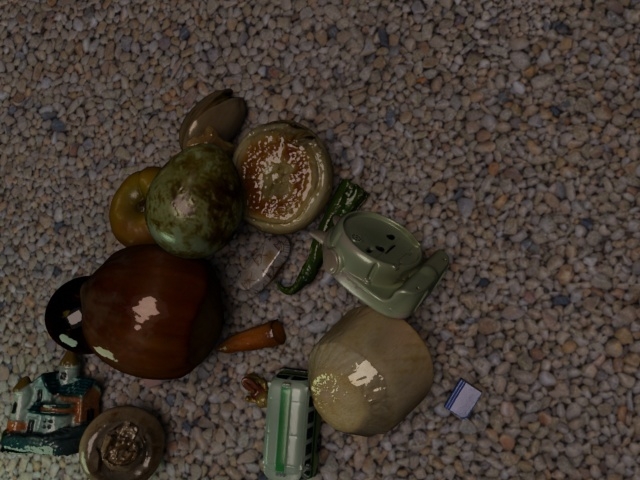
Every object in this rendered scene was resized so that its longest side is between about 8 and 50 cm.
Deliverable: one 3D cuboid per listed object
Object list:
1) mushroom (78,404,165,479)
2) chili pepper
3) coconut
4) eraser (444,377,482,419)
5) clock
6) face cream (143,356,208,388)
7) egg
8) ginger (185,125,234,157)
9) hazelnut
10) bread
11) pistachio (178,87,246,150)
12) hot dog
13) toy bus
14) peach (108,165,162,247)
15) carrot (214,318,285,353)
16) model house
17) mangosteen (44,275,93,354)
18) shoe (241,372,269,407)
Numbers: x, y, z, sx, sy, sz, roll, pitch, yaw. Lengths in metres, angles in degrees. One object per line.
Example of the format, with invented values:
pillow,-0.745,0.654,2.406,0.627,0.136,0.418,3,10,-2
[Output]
mushroom,-0.536,0.566,1.630,0.226,0.178,0.226,3,83,-30
chili pepper,0.000,0.001,1.606,0.085,0.076,0.359,33,94,-7
coconut,0.127,0.303,1.451,0.329,0.329,0.329,-1,86,14
eraser,0.359,0.399,1.505,0.063,0.027,0.084,31,94,13
clock,0.134,0.035,1.462,0.324,0.265,0.108,34,126,15
face cream,-0.416,0.344,1.690,0.198,0.057,0.084,-27,80,11
egg,-0.305,-0.097,1.478,0.238,0.238,0.289,17,84,15
ginger,-0.303,-0.168,1.625,0.086,0.131,0.294,43,136,37
hazelnut,-0.423,0.173,1.553,0.366,0.366,0.366,-1,86,14
bread,-0.098,-0.164,1.593,0.305,0.159,0.305,-1,86,18
pistachio,-0.305,-0.325,1.670,0.138,0.153,0.238,35,71,4
hot dog,-0.153,0.065,1.639,0.099,0.053,0.192,40,96,29
toy bus,-0.073,0.478,1.539,0.134,0.165,0.276,3,86,16
peach,-0.480,-0.089,1.697,0.251,0.153,0.251,-5,69,14
carrot,-0.200,0.276,1.636,0.205,0.072,0.072,-19,82,14
model house,-0.757,0.456,1.714,0.253,0.184,0.291,-1,78,22
mangosteen,-0.662,0.224,1.695,0.228,0.228,0.265,52,131,12
shoe,-0.173,0.409,1.618,0.072,0.069,0.109,-32,73,10
